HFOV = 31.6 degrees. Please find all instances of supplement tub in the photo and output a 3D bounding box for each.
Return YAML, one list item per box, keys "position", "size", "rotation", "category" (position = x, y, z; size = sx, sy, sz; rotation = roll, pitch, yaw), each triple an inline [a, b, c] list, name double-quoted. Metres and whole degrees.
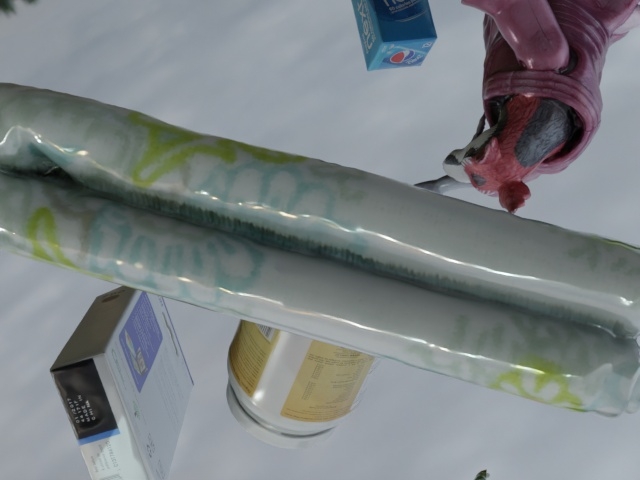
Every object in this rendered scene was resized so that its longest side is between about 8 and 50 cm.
- position: [-0.009, 0.094, 1.101]
  size: [0.144, 0.144, 0.199]
  rotation: [-62, 176, -52]
  category: "supplement tub"

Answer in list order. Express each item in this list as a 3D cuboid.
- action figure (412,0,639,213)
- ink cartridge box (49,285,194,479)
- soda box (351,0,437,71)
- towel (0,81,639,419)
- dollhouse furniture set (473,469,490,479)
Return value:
- position: [0.198, -0.148, 0.950]
  size: [0.276, 0.248, 0.370]
  rotation: [4, -134, 13]
  category: "action figure"
- position: [-0.205, 0.150, 1.224]
  size: [0.065, 0.165, 0.332]
  rotation: [-18, -169, 4]
  category: "ink cartridge box"
- position: [0.071, -0.304, 1.288]
  size: [0.067, 0.210, 0.071]
  rotation: [-8, 163, -14]
  category: "soda box"
- position: [-0.009, 0.006, 0.625]
  size: [0.320, 0.375, 0.090]
  rotation: [48, 57, -82]
  category: "towel"
- position: [0.212, 0.426, 1.789]
  size: [0.151, 0.059, 0.076]
  rotation: [-68, 169, 10]
  category: "dollhouse furniture set"
